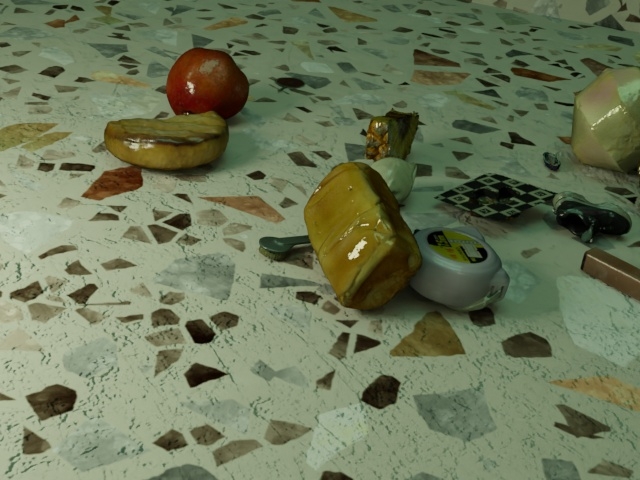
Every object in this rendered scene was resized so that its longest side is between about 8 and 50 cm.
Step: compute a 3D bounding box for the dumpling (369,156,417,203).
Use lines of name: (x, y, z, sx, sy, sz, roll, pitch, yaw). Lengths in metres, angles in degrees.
dumpling: (0.127, -0.117, 1.925, 0.134, 0.100, 0.169, -16, 38, 39)

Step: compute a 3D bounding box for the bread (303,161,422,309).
bread: (0.067, -0.010, 1.622, 0.132, 0.167, 0.294, 38, 20, -30)

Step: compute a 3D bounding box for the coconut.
coconut: (0.714, -0.283, 2.182, 0.259, 0.259, 0.259, 5, 29, -3)

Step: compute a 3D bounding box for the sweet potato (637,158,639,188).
sweet potato: (0.839, -0.166, 2.082, 0.157, 0.158, 0.369, 26, 24, 31)

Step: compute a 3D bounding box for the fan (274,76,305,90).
fan: (-0.093, -0.432, 2.511, 0.085, 0.005, 0.133, 15, 29, 13)

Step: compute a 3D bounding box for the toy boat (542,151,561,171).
toy boat: (0.560, -0.194, 2.185, 0.038, 0.038, 0.083, 3, 28, -6)

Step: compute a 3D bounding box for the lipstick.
lipstick: (0.566, 0.065, 1.716, 0.045, 0.045, 0.145, -15, 35, -37)

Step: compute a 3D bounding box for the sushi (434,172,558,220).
sushi: (0.374, -0.079, 1.942, 0.210, 0.040, 0.192, -22, 33, -37)

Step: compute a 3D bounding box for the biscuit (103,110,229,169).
biscuit: (-0.332, -0.216, 1.994, 0.274, 0.091, 0.213, -4, 28, -21)

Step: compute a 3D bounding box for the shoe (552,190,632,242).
shoe: (0.558, -0.034, 1.877, 0.169, 0.071, 0.099, 20, 46, 5)

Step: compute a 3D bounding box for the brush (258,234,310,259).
brush: (0.000, 0.000, 1.751, 0.266, 0.027, 0.062, -8, 33, -32)

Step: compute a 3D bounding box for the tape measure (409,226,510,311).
tape measure: (0.232, 0.050, 1.629, 0.178, 0.105, 0.196, 7, 30, -14)

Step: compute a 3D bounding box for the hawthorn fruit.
hawthorn fruit: (-0.286, -0.351, 2.184, 0.196, 0.197, 0.226, 15, 55, 16)

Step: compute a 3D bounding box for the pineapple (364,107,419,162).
pineapple: (0.158, -0.224, 2.075, 0.079, 0.135, 0.233, 9, 19, 23)
